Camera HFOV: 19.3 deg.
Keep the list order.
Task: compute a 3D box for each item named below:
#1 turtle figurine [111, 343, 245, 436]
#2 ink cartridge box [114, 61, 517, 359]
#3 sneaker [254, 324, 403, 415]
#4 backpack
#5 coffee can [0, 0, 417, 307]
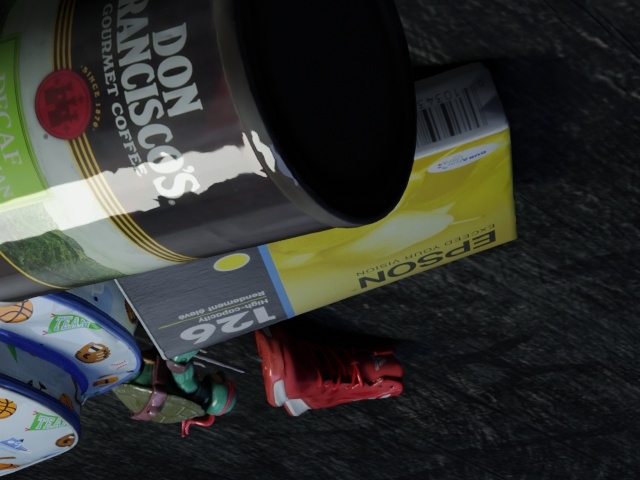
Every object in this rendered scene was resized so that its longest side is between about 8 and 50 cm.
[{"bbox_3d":[-0.156,0.113,1.778,0.234,0.118,0.175,16,154,-24],"label":"turtle figurine"},{"bbox_3d":[0.000,0.000,1.440,0.303,0.072,0.307,-20,155,0],"label":"ink cartridge box"},{"bbox_3d":[0.012,0.117,1.857,0.128,0.087,0.221,-12,170,5],"label":"sneaker"},{"bbox_3d":[-0.276,0.063,1.524,0.263,0.213,0.276,-30,143,33],"label":"backpack"},{"bbox_3d":[-0.108,-0.080,1.139,0.275,0.202,0.201,-13,156,30],"label":"coffee can"}]
